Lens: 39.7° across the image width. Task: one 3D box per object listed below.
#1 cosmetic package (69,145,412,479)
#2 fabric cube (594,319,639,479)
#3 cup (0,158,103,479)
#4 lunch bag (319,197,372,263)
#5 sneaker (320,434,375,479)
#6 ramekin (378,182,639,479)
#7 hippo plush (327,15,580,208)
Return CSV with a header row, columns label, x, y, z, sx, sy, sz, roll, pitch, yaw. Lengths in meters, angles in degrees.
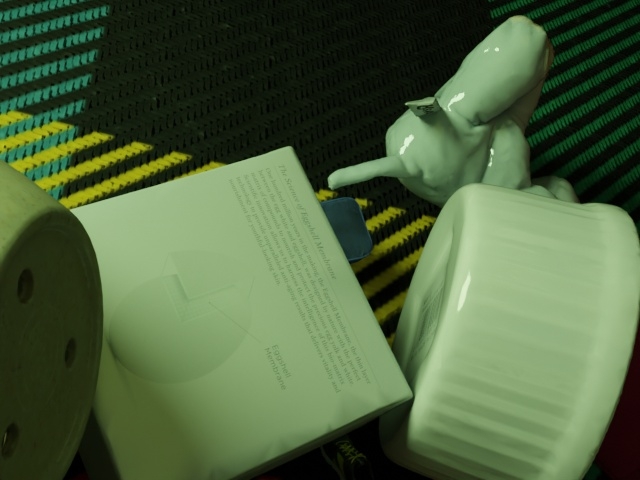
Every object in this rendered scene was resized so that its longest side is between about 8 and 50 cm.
label,x,y,z,sx,sy,sz,roll,pitch,yaw
cosmetic package,-0.090,0.076,0.691,0.225,0.138,0.224,-19,75,-25
fabric cube,0.413,0.117,0.861,0.259,0.258,0.254,46,49,15
cup,-0.262,0.057,0.491,0.237,0.331,0.331,5,47,6
lunch bag,0.000,0.000,0.890,0.098,0.065,0.067,-11,79,-30
sneaker,0.028,0.190,0.766,0.031,0.035,0.083,-11,58,-33
ramekin,0.147,0.084,0.757,0.135,0.277,0.277,17,47,-1
hippo plush,0.200,-0.074,0.926,0.236,0.234,0.294,48,21,1
